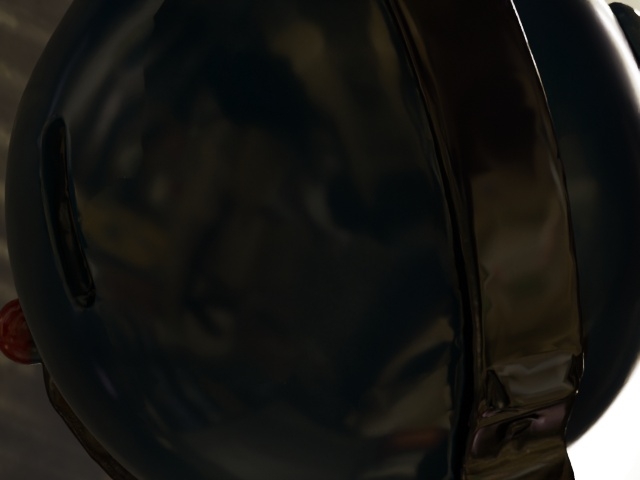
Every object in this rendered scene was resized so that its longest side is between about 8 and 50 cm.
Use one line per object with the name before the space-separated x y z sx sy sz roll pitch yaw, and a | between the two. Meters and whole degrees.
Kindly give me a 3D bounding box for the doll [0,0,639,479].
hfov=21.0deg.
doll | 0.000 0.000 0.624 0.240 0.310 0.284 -9 -103 -24
